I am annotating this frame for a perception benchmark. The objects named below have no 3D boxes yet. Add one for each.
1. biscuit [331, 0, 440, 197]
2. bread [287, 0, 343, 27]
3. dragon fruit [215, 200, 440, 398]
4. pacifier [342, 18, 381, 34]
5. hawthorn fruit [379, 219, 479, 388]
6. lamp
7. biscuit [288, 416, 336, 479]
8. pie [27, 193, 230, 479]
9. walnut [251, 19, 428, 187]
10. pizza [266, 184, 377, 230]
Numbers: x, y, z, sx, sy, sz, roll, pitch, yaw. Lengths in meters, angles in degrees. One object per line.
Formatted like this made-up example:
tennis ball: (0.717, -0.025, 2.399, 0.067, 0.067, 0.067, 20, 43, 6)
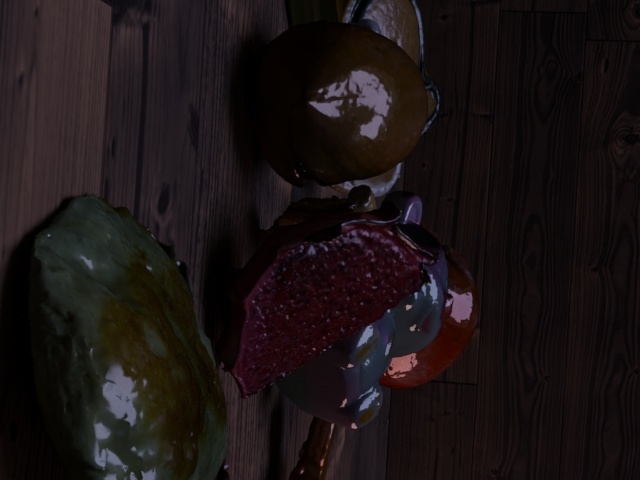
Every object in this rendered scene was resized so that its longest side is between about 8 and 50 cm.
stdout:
biscuit: (0.094, -0.228, 1.693, 0.287, 0.057, 0.344, 20, 81, -49)
bread: (-0.004, -0.337, 1.448, 0.139, 0.074, 0.084, 81, 19, -50)
dragon fruit: (-0.017, 0.025, 1.194, 0.126, 0.274, 0.161, 45, -21, 44)
pacifier: (0.025, -0.285, 1.538, 0.127, 0.116, 0.151, -165, -106, -75)
hawthorn fruit: (0.121, 0.096, 1.802, 0.284, 0.284, 0.285, 3, 90, -81)
lamp: (0.041, 0.091, 1.521, 0.301, 0.247, 0.247, -46, 140, -42)
biscuit: (-0.028, 0.364, 1.546, 0.205, 0.049, 0.324, -30, 136, -81)
pie: (-0.135, 0.093, 0.785, 0.274, 0.105, 0.257, 47, 32, -81)
walnut: (0.018, -0.162, 1.286, 0.298, 0.203, 0.203, -3, 97, -77)
pizza: (0.000, 0.000, 1.327, 0.182, 0.161, 0.063, 77, 25, -45)
